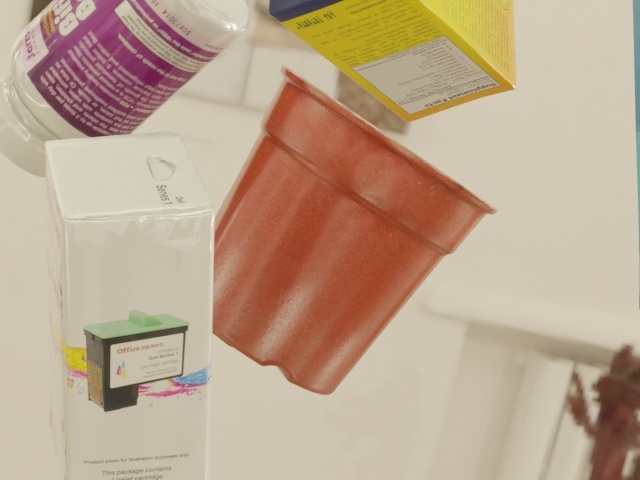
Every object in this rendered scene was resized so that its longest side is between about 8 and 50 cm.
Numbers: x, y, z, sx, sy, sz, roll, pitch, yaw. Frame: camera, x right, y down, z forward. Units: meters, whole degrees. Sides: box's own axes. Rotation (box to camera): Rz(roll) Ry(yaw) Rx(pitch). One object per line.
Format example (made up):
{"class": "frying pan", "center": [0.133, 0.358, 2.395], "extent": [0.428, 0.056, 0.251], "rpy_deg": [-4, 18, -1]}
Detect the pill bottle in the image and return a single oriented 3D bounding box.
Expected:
{"class": "pill bottle", "center": [-0.236, -0.207, 1.648], "extent": [0.169, 0.301, 0.169], "rpy_deg": [41, 25, -23]}

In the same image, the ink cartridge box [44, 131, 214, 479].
{"class": "ink cartridge box", "center": [-0.159, 0.072, 1.212], "extent": [0.117, 0.278, 0.201], "rpy_deg": [-3, 22, -14]}

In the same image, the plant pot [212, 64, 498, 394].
{"class": "plant pot", "center": [0.000, 0.000, 1.565], "extent": [0.272, 0.265, 0.272], "rpy_deg": [34, 4, -3]}

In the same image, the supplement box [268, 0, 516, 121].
{"class": "supplement box", "center": [0.109, -0.345, 2.106], "extent": [0.194, 0.195, 0.356], "rpy_deg": [-15, -30, 32]}

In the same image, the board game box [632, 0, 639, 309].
{"class": "board game box", "center": [0.325, -0.122, 0.969], "extent": [0.254, 0.336, 0.079], "rpy_deg": [1, -5, -28]}
